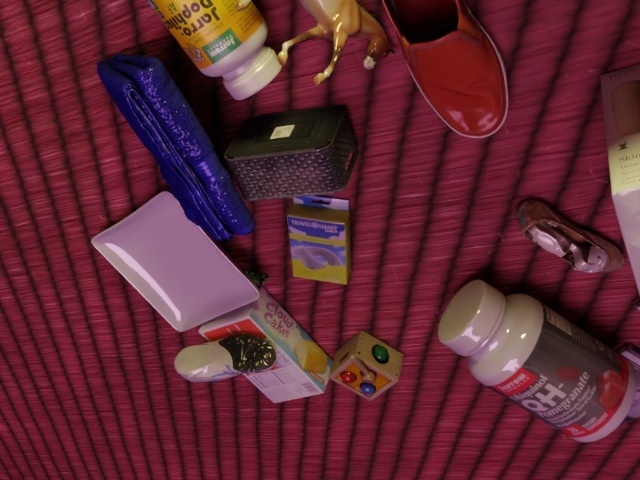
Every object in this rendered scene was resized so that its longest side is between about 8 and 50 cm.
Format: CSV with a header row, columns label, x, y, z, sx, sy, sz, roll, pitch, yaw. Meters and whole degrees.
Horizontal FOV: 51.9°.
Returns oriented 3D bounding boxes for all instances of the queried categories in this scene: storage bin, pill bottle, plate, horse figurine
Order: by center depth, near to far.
label,x,y,z,sx,sy,sz,roll,pitch,yaw
horse figurine,-0.022,-0.313,0.845,0.263,0.174,0.066,48,149,-8
pill bottle,-0.147,-0.303,0.907,0.117,0.118,0.208,-18,124,32
storage bin,-0.043,-0.136,1.024,0.180,0.122,0.084,-3,131,22
pill bottle,0.372,0.203,1.155,0.318,0.176,0.176,32,134,-9
plate,-0.286,0.045,1.321,0.278,0.045,0.277,-25,112,37

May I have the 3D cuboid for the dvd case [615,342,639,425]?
label,x,y,z,sx,sy,sz,roll,pitch,yaw
dvd case,0.580,0.292,1.280,0.164,0.018,0.221,30,134,-9

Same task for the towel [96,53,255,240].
label,x,y,z,sx,sy,sz,roll,pitch,yaw
towel,-0.239,-0.143,1.047,0.227,0.076,0.308,24,147,53

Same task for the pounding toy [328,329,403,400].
label,x,y,z,sx,sy,sz,roll,pitch,yaw
pounding toy,0.092,0.262,1.368,0.130,0.100,0.141,31,135,-11

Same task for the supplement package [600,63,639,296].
label,x,y,z,sx,sy,sz,roll,pitch,yaw
supplement package,0.465,-0.084,0.791,0.199,0.263,0.198,-12,126,29

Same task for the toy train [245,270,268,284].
label,x,y,z,sx,sy,sz,roll,pitch,yaw
toy train,-0.147,0.075,1.331,0.083,0.024,0.017,9,134,13

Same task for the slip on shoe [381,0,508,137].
label,x,y,z,sx,sy,sz,roll,pitch,yaw
slip on shoe,0.153,-0.261,0.852,0.123,0.101,0.331,-14,127,28

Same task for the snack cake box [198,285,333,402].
label,x,y,z,sx,sy,sz,roll,pitch,yaw
snack cake box,-0.113,0.232,1.422,0.152,0.089,0.264,-20,123,35

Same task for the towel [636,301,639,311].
label,x,y,z,sx,sy,sz,roll,pitch,yaw
towel,0.712,0.096,1.037,0.324,0.038,0.248,18,137,1

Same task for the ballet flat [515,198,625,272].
label,x,y,z,sx,sy,sz,roll,pitch,yaw
ballet flat,0.395,0.011,1.045,0.206,0.067,0.073,28,135,-7

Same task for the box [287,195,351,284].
label,x,y,z,sx,sy,sz,roll,pitch,yaw
box,0.000,0.000,1.195,0.109,0.042,0.178,8,135,12

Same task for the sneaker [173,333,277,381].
label,x,y,z,sx,sy,sz,roll,pitch,yaw
sneaker,-0.188,0.245,1.353,0.237,0.085,0.086,-10,154,25
